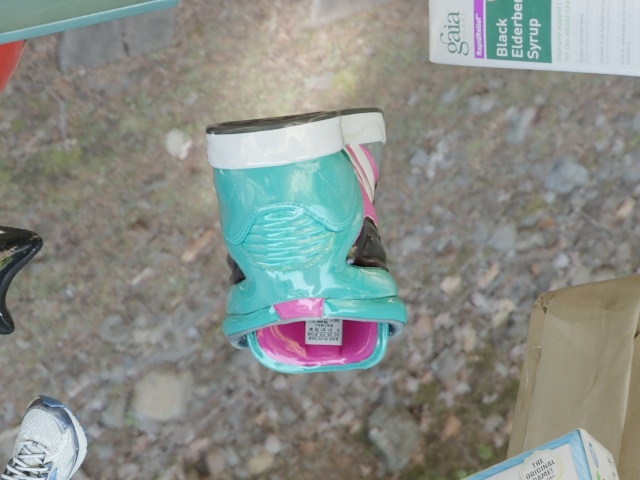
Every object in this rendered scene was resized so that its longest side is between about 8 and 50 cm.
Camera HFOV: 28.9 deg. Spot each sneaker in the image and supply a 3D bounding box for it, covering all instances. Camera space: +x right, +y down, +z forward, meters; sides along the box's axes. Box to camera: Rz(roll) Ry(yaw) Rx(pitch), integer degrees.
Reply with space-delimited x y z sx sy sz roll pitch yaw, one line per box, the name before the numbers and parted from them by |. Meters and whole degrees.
sneaker | 0.000 0.000 0.865 0.295 0.124 0.178 -32 116 -77
sneaker | -0.209 0.175 0.908 0.058 0.052 0.135 -51 159 -59

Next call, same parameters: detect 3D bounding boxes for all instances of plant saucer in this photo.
plant saucer | -0.208 -0.191 0.994 0.192 0.067 0.018 -13 142 -3

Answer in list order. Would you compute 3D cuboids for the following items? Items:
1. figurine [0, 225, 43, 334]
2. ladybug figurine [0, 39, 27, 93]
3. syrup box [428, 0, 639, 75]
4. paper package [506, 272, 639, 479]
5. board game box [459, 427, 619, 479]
figurine | -0.293 0.074 0.759 0.210 0.092 0.214 8 110 -31
ladybug figurine | -0.385 -0.278 1.096 0.162 0.305 0.449 -32 149 -6
syrup box | 0.204 -0.180 0.952 0.096 0.237 0.093 -23 117 -51
paper package | 0.293 0.202 0.867 0.325 0.168 0.309 17 78 -28
board game box | 0.038 0.140 0.419 0.154 0.103 0.026 -29 135 24
